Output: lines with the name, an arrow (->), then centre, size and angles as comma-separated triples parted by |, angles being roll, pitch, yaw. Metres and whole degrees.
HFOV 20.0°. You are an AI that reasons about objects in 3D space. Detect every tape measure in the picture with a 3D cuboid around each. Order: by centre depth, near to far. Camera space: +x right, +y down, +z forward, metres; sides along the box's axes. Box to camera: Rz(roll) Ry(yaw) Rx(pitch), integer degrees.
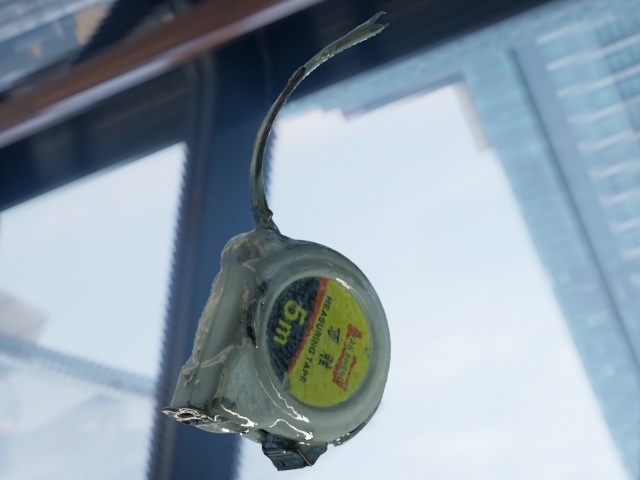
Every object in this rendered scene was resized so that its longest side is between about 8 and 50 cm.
tape measure -> -0.001, 0.000, 1.307 | 0.084, 0.164, 0.330 | -8, -125, 47
